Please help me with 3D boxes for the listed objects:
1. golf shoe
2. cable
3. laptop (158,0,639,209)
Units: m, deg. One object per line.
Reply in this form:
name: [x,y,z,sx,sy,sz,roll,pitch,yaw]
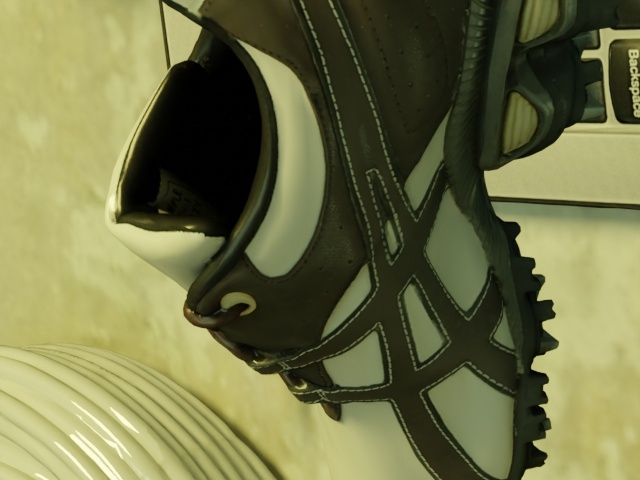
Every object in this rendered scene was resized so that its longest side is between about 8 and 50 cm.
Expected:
golf shoe: [0.000,0.000,0.388,0.077,0.094,0.198,-120,24,-48]
cable: [-0.104,0.164,0.800,0.257,0.089,0.257,-45,70,44]
laptop: [0.000,-0.172,0.479,0.408,0.236,0.382,5,106,44]
